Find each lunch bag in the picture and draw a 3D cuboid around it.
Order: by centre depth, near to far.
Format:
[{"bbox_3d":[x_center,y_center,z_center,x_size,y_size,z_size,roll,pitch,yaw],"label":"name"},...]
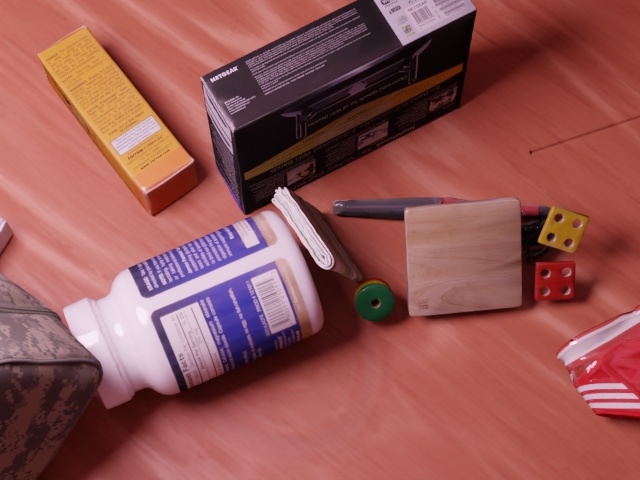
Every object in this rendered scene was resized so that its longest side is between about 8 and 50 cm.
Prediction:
[{"bbox_3d":[-0.425,0.162,1.637,0.256,0.212,0.305,43,108,29],"label":"lunch bag"}]

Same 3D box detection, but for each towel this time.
[{"bbox_3d":[0.000,0.000,1.768,0.023,0.152,0.113,-36,72,7],"label":"towel"}]

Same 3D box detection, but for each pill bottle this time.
[{"bbox_3d":[-0.143,0.081,1.734,0.264,0.153,0.153,-22,70,-8],"label":"pill bottle"}]

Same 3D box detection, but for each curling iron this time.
[{"bbox_3d":[0.150,-0.025,1.835,0.274,0.035,0.068,9,69,4],"label":"curling iron"}]

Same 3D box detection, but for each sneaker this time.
[{"bbox_3d":[0.392,0.131,1.759,0.221,0.087,0.128,-26,79,3],"label":"sneaker"}]

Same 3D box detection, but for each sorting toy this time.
[{"bbox_3d":[0.171,0.013,1.784,0.274,0.046,0.132,-5,111,-4],"label":"sorting toy"}]

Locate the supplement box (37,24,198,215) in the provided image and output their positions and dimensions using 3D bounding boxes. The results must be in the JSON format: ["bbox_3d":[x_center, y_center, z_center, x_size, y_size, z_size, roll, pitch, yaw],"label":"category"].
[{"bbox_3d":[-0.245,-0.146,1.864,0.080,0.078,0.233,-37,73,-13],"label":"supplement box"}]

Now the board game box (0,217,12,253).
[{"bbox_3d":[-0.544,0.005,1.820,0.305,0.053,0.193,24,72,9],"label":"board game box"}]

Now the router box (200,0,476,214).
[{"bbox_3d":[0.022,-0.171,1.783,0.309,0.243,0.081,-27,71,-10],"label":"router box"}]
